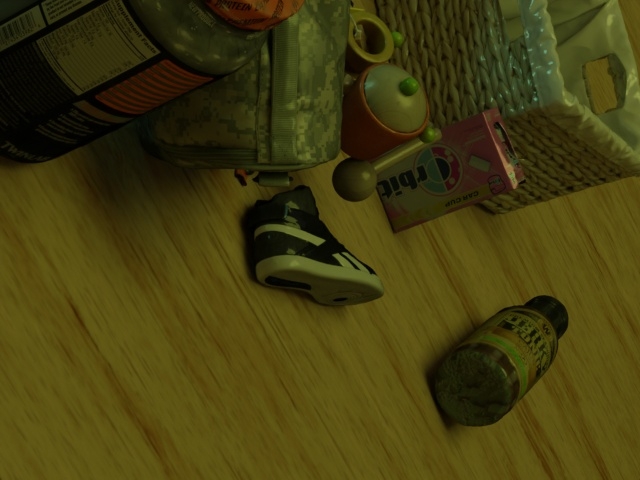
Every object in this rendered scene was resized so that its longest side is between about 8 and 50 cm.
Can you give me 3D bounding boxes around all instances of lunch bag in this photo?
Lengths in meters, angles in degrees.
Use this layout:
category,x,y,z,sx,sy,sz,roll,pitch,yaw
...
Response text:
category,x,y,z,sx,sy,sz,roll,pitch,yaw
lunch bag,-0.066,-0.213,1.617,0.212,0.256,0.305,0,96,-18

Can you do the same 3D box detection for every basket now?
category,x,y,z,sx,sy,sz,roll,pitch,yaw
basket,0.277,-0.246,2.369,0.331,0.266,0.328,27,49,-54

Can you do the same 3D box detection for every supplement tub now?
category,x,y,z,sx,sy,sz,roll,pitch,yaw
supplement tub,-0.178,-0.204,1.444,0.193,0.316,0.193,33,46,-43

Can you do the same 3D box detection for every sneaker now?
category,x,y,z,sx,sy,sz,roll,pitch,yaw
sneaker,0.000,0.000,1.900,0.217,0.079,0.121,20,56,-54

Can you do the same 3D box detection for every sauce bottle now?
category,x,y,z,sx,sy,sz,roll,pitch,yaw
sauce bottle,0.258,0.149,2.239,0.111,0.111,0.344,67,27,-5

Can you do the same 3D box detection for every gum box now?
category,x,y,z,sx,sy,sz,roll,pitch,yaw
gum box,0.168,-0.093,2.150,0.062,0.188,0.107,-26,95,-63

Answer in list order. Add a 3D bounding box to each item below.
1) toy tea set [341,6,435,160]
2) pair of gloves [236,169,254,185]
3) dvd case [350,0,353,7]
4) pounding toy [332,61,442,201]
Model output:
category,x,y,z,sx,sy,sz,roll,pitch,yaw
toy tea set,-0.017,-0.197,1.826,0.336,0.124,0.200,0,66,-35
pair of gloves,-0.096,-0.111,1.875,0.083,0.010,0.074,53,32,-31
dvd case,-0.019,-0.297,2.133,0.164,0.018,0.221,49,34,-32
pounding toy,0.003,-0.159,1.976,0.237,0.110,0.183,53,49,0
